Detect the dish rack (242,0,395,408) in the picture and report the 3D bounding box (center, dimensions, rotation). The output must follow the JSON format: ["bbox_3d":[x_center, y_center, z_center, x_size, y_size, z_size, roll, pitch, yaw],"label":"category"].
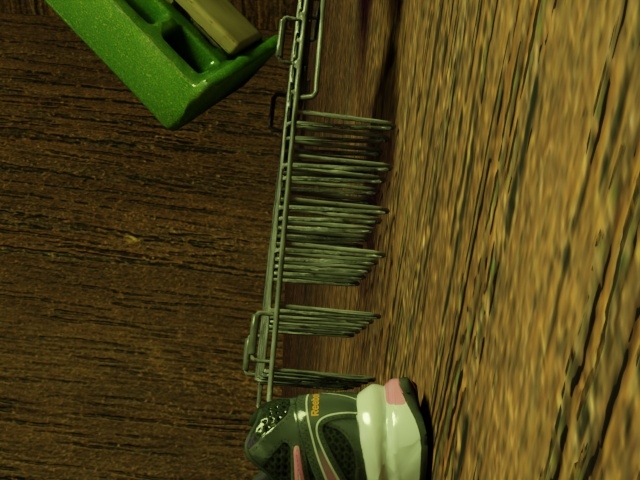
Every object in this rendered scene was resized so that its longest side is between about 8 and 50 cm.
[{"bbox_3d":[0.000,0.000,0.825,0.208,0.074,0.271,123,152,-82],"label":"dish rack"}]

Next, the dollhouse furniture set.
[{"bbox_3d":[-0.021,-0.223,0.879,0.197,0.151,0.301,-47,-1,31],"label":"dollhouse furniture set"}]

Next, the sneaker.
[{"bbox_3d":[-0.003,0.129,0.618,0.072,0.077,0.178,-90,3,-62],"label":"sneaker"}]
